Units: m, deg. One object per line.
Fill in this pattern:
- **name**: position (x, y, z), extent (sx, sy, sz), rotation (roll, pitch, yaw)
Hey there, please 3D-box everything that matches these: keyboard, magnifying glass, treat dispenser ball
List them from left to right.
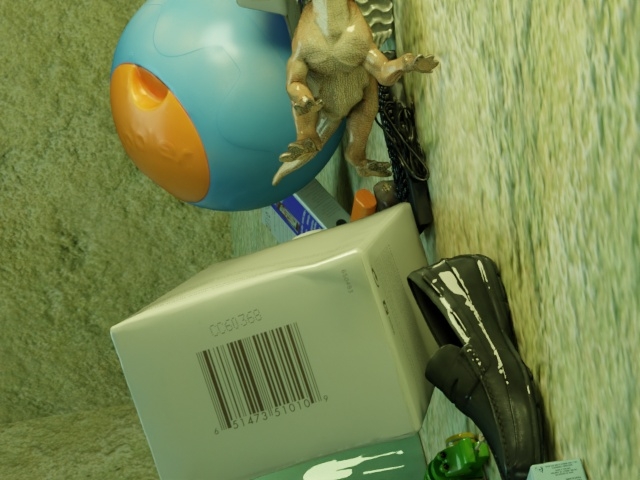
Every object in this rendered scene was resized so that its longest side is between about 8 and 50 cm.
- **treat dispenser ball**: position (-0.106, -0.178, 1.965), extent (0.288, 0.288, 0.288), rotation (171, 90, -83)
- **magnifying glass**: position (0.043, 0.021, 1.993), extent (0.092, 0.026, 0.231), rotation (51, 155, 28)
- **keyboard**: position (0.069, -0.098, 1.627), extent (0.100, 0.038, 0.192), rotation (121, 138, -67)

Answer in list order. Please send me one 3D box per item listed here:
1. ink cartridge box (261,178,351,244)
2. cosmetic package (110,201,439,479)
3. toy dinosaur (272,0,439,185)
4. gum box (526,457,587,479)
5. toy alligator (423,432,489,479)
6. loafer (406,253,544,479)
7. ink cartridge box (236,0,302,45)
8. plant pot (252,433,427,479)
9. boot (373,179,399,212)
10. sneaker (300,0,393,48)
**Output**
- **ink cartridge box**: position (0.000, 0.000, 2.160), extent (0.208, 0.045, 0.206), rotation (50, 163, 16)
- **cosmetic package**: position (-0.017, 0.083, 1.425), extent (0.385, 0.217, 0.156), rotation (-30, -77, -78)
- **toy dinosaur**: position (0.012, -0.183, 1.561), extent (0.296, 0.127, 0.200), rotation (105, 157, -52)
- **gum box**: position (0.182, 0.274, 1.188), extent (0.157, 0.041, 0.184), rotation (93, 168, -56)
- **toy alligator**: position (0.124, 0.207, 1.522), extent (0.190, 0.051, 0.056), rotation (97, 163, -64)
- **loafer**: position (0.123, 0.107, 1.311), extent (0.076, 0.078, 0.223), rotation (89, 169, -50)
- **ink cartridge box**: position (-0.057, -0.411, 1.793), extent (0.307, 0.072, 0.304), rotation (86, -173, -56)
- **plant pot**: position (-0.001, 0.336, 1.946), extent (0.293, 0.235, 0.293), rotation (171, 90, -83)
- **boot**: position (0.078, 0.001, 1.694), extent (0.106, 0.037, 0.114), rotation (-110, 11, -64)
- **sneaker**: position (0.000, -0.336, 1.662), extent (0.146, 0.102, 0.293), rotation (-119, 22, -72)
